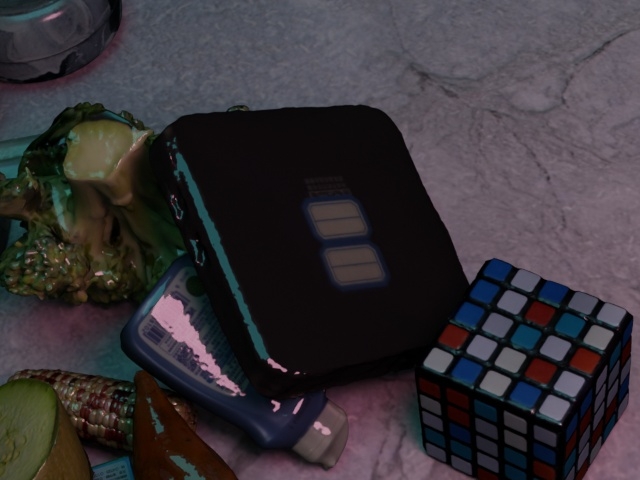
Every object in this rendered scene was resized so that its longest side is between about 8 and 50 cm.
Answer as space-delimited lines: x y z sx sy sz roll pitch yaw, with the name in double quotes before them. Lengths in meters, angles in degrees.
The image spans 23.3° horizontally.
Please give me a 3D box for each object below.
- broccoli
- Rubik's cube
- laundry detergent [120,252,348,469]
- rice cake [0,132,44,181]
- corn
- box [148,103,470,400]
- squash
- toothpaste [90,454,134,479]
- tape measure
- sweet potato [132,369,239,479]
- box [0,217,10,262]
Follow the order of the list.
"broccoli" -0.240 -0.044 1.922 0.338 0.317 0.277 -5 73 37
"Rubik's cube" 0.227 0.160 1.723 0.182 0.187 0.184 23 59 25
"laundry detergent" -0.085 0.149 1.786 0.290 0.094 0.143 39 66 -3
"rice cake" -0.391 -0.111 2.140 0.226 0.040 0.085 -11 49 -1
"corn" -0.268 0.199 1.835 0.253 0.086 0.086 10 53 18
"box" 0.000 0.000 1.805 0.359 0.091 0.350 -8 66 -42
"squash" -0.369 0.257 1.714 0.220 0.133 0.220 -8 51 10
"toothpaste" -0.334 0.323 1.762 0.266 0.050 0.065 -18 49 -6
"tape measure" -0.434 -0.356 2.284 0.275 0.147 0.256 -3 51 8
"sweet potato" -0.131 0.303 1.708 0.112 0.112 0.359 -24 72 -11
"box" -0.498 0.036 2.018 0.149 0.067 0.233 -3 50 6
